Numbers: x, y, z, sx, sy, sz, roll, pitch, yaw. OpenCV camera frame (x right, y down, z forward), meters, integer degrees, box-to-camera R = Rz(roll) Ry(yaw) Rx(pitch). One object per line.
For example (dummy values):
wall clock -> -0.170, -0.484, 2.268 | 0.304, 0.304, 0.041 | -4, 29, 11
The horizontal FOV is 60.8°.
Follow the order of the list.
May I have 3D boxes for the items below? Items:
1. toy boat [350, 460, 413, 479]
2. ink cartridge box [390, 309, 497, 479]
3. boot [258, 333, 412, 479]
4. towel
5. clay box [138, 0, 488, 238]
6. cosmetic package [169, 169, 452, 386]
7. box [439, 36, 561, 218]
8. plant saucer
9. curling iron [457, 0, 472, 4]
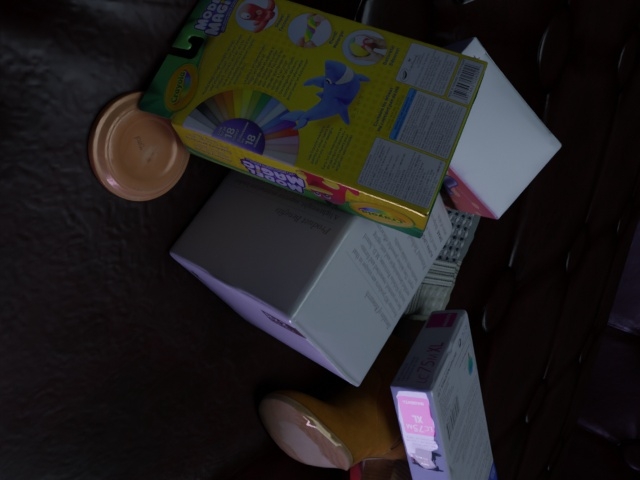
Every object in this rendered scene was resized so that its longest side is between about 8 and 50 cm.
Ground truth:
toy boat -> 0.123, 0.388, 0.874 | 0.151, 0.151, 0.231 | -46, 148, 20
ink cartridge box -> 0.179, 0.276, 0.749 | 0.186, 0.065, 0.311 | -41, 119, -54
boot -> 0.052, 0.206, 0.724 | 0.295, 0.104, 0.211 | 50, 47, -31
towel -> 0.149, -0.034, 0.745 | 0.324, 0.056, 0.312 | 13, 97, -53
clay box -> -0.006, -0.102, 0.405 | 0.053, 0.222, 0.127 | 78, 35, -70
cosmetic package -> 0.000, 0.000, 0.498 | 0.184, 0.151, 0.151 | -55, 141, -15
box -> 0.115, -0.104, 0.531 | 0.130, 0.170, 0.091 | 43, 86, -18
plant saucer -> -0.133, -0.070, 0.414 | 0.083, 0.013, 0.084 | -25, 124, -42
curling iron -> 0.272, -0.371, 0.737 | 0.274, 0.068, 0.035 | -40, 136, -25
